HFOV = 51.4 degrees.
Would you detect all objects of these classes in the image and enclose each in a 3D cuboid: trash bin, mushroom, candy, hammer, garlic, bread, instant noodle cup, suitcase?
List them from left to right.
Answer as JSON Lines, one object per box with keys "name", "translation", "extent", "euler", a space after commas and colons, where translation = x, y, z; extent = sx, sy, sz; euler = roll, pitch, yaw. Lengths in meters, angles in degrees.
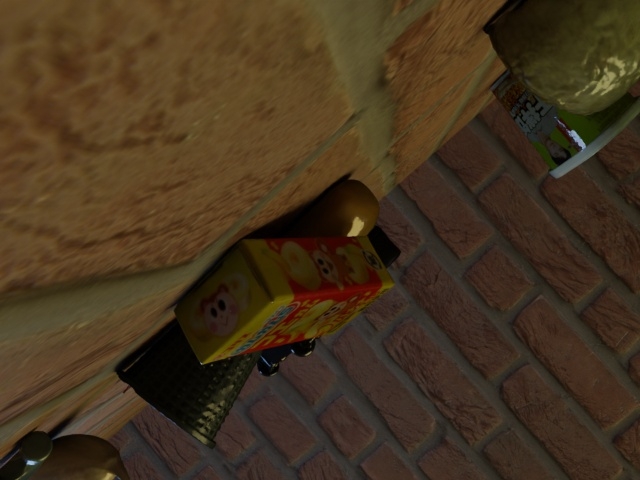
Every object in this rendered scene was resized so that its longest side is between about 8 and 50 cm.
{"name": "hammer", "translation": [-0.424, 0.321, 0.769], "extent": [0.159, 0.041, 0.226], "euler": [-45, 176, 37]}
{"name": "garlic", "translation": [-0.384, 0.380, 1.014], "extent": [0.245, 0.164, 0.145], "euler": [-48, 157, 26]}
{"name": "trash bin", "translation": [-0.176, 0.183, 0.961], "extent": [0.161, 0.175, 0.175], "euler": [-53, -179, -18]}
{"name": "candy", "translation": [-0.036, 0.069, 0.859], "extent": [0.146, 0.088, 0.276], "euler": [-41, 158, 28]}
{"name": "suitcase", "translation": [-0.018, 0.097, 1.364], "extent": [0.339, 0.188, 0.345], "euler": [-39, 175, -25]}
{"name": "bread", "translation": [0.000, 0.000, 1.026], "extent": [0.217, 0.098, 0.147], "euler": [-43, 173, 17]}
{"name": "instant noodle cup", "translation": [0.640, -0.374, 1.777], "extent": [0.294, 0.308, 0.294], "euler": [-42, 177, -3]}
{"name": "mushroom", "translation": [0.329, -0.256, 0.788], "extent": [0.189, 0.164, 0.267], "euler": [-42, 177, 31]}

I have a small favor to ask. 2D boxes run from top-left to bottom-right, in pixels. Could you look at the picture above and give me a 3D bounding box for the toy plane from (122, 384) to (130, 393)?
{"name": "toy plane", "translation": [-0.282, 0.215, 1.128], "extent": [0.145, 0.037, 0.060], "euler": [-40, 174, -47]}
